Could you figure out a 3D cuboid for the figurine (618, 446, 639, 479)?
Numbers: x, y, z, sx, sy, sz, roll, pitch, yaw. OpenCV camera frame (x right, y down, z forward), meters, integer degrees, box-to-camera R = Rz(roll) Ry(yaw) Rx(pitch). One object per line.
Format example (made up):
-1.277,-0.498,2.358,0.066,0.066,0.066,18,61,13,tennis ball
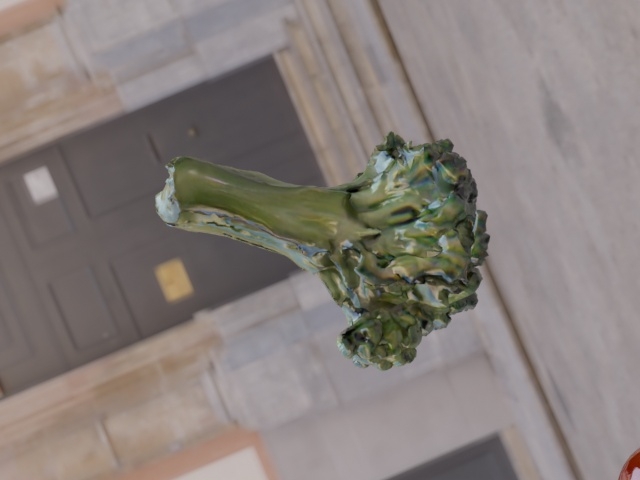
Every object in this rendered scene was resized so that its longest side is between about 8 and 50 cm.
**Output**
0.341,0.282,0.963,0.211,0.261,0.270,170,108,-79,figurine

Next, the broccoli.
0.007,0.018,1.228,0.177,0.274,0.199,136,126,-70,broccoli
